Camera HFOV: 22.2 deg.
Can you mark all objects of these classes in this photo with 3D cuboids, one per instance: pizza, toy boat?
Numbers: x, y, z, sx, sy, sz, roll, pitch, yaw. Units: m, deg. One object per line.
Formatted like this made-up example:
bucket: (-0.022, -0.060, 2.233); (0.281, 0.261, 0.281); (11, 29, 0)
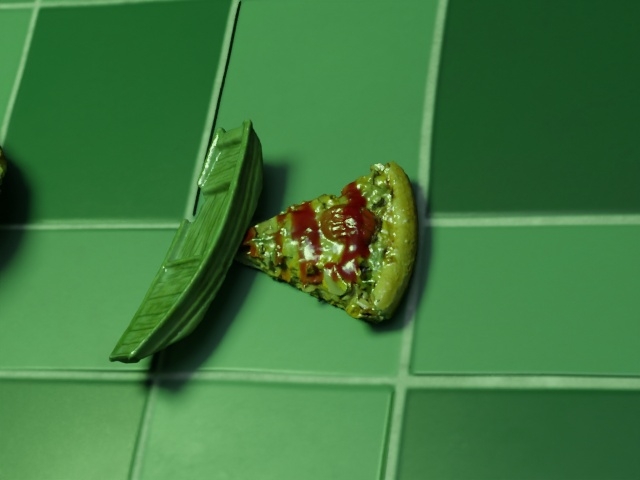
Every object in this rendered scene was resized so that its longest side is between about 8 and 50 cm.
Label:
pizza: (0.000, 0.000, 1.663); (0.199, 0.062, 0.188); (-6, 55, 14)
toy boat: (-0.128, 0.010, 1.678); (0.093, 0.055, 0.293); (-13, 46, 52)

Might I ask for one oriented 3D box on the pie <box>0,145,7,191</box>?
pie: (-0.484, -0.097, 1.756); (0.315, 0.092, 0.315); (12, 26, -6)
